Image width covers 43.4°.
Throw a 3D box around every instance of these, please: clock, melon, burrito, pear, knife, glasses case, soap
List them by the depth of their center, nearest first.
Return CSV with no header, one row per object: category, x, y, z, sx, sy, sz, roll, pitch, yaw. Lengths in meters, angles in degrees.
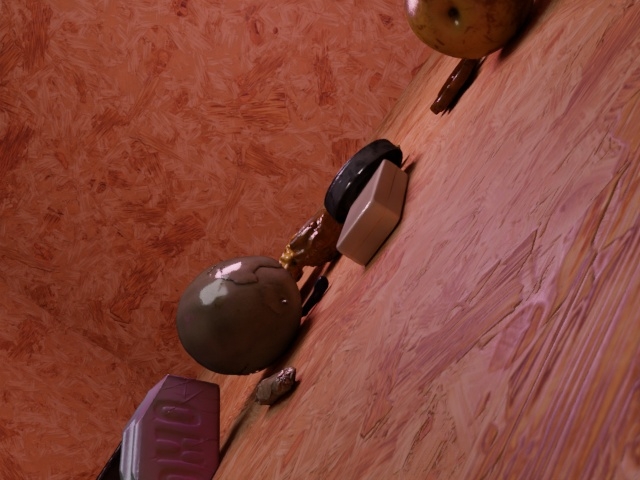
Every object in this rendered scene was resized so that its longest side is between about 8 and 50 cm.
burrito,-0.084,0.272,1.497,0.188,0.045,0.058,-44,20,59
pear,0.305,-0.505,1.635,0.281,0.280,0.281,-55,5,7
glasses case,0.112,-0.065,1.669,0.131,0.070,0.313,-54,5,22
soap,-0.314,0.452,1.681,0.109,0.192,0.324,-45,38,45
melon,-0.179,0.170,1.824,0.330,0.268,0.269,-26,24,42
knife,-0.018,0.132,1.852,0.121,0.031,0.018,-55,7,19
clock,0.099,-0.137,1.865,0.226,0.049,0.226,-40,-21,-19

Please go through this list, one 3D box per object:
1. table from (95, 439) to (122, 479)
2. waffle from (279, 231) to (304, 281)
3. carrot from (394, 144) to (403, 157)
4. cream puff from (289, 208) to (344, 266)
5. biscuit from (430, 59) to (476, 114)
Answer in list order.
table,-0.393,0.540,1.839,0.172,0.193,0.169,-59,5,-35
waffle,-0.094,0.108,2.223,0.329,0.062,0.329,22,-90,-86
carrot,0.129,-0.121,2.008,0.271,0.066,0.062,-59,-39,-4
cream puff,0.000,0.000,2.046,0.165,0.115,0.150,-47,7,4
biscuit,0.322,-0.378,1.901,0.180,0.039,0.236,-56,4,28
